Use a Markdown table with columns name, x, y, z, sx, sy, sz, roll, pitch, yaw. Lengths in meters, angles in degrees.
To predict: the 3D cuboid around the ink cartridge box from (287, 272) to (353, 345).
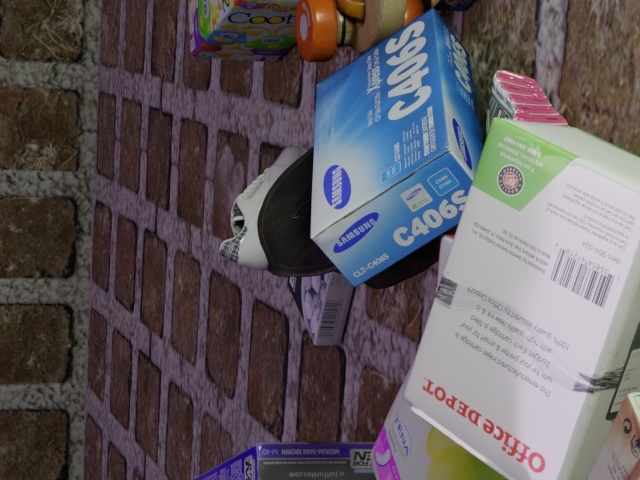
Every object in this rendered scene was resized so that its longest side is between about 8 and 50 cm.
| name | x | y | z | sx | sy | sz | roll | pitch | yaw |
| --- | --- | --- | --- | --- | --- | --- | --- | --- | --- |
| ink cartridge box | 0.000 | 0.000 | 2.222 | 0.208 | 0.045 | 0.206 | -116 | 32 | -54 |

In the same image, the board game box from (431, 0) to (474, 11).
| name | x | y | z | sx | sy | sz | roll | pitch | yaw |
| --- | --- | --- | --- | --- | --- | --- | --- | --- | --- |
| board game box | 0.158 | -0.394 | 1.786 | 0.165 | 0.042 | 0.243 | 139 | 129 | -65 |

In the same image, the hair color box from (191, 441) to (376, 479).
| name | x | y | z | sx | sy | sz | roll | pitch | yaw |
| --- | --- | --- | --- | --- | --- | --- | --- | --- | --- |
| hair color box | -0.042 | 0.336 | 2.117 | 0.339 | 0.185 | 0.110 | 143 | 126 | -66 |

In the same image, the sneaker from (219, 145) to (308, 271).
| name | x | y | z | sx | sy | sz | roll | pitch | yaw |
| --- | --- | --- | --- | --- | --- | --- | --- | --- | --- |
| sneaker | -0.073 | -0.054 | 2.282 | 0.235 | 0.095 | 0.090 | -76 | -4 | -47 |

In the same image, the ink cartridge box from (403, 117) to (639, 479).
| name | x | y | z | sx | sy | sz | roll | pitch | yaw |
| --- | --- | --- | --- | --- | --- | --- | --- | --- | --- |
| ink cartridge box | 0.205 | 0.057 | 1.389 | 0.198 | 0.115 | 0.273 | 33 | 113 | 45 |

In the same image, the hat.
| name | x | y | z | sx | sy | sz | roll | pitch | yaw |
| --- | --- | --- | --- | --- | --- | --- | --- | --- | --- |
| hat | 0.085 | -0.038 | 1.816 | 0.331 | 0.134 | 0.331 | -33 | 24 | 17 |

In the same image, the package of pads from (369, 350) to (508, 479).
| name | x | y | z | sx | sy | sz | roll | pitch | yaw |
| --- | --- | --- | --- | --- | --- | --- | --- | --- | --- |
| package of pads | 0.156 | 0.221 | 1.687 | 0.296 | 0.101 | 0.229 | 111 | 151 | -43 |

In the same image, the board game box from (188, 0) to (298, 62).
| name | x | y | z | sx | sy | sz | roll | pitch | yaw |
| --- | --- | --- | --- | --- | --- | --- | --- | --- | --- |
| board game box | -0.088 | -0.365 | 2.334 | 0.275 | 0.142 | 0.144 | 147 | 121 | -67 |

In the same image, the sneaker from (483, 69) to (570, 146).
| name | x | y | z | sx | sy | sz | roll | pitch | yaw |
| --- | --- | --- | --- | --- | --- | --- | --- | --- | --- |
| sneaker | 0.202 | -0.099 | 1.626 | 0.170 | 0.063 | 0.074 | -107 | 26 | -53 |

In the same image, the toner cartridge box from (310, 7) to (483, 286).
| name | x | y | z | sx | sy | sz | roll | pitch | yaw |
| --- | --- | --- | --- | --- | --- | --- | --- | --- | --- |
| toner cartridge box | 0.078 | -0.105 | 1.687 | 0.165 | 0.075 | 0.348 | -34 | 24 | 18 |

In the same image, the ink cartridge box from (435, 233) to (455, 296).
| name | x | y | z | sx | sy | sz | roll | pitch | yaw |
| --- | --- | --- | --- | --- | --- | --- | --- | --- | --- |
| ink cartridge box | 0.182 | 0.046 | 1.564 | 0.056 | 0.135 | 0.099 | -153 | 65 | -65 |

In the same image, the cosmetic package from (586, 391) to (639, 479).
| name | x | y | z | sx | sy | sz | roll | pitch | yaw |
| --- | --- | --- | --- | --- | --- | --- | --- | --- | --- |
| cosmetic package | 0.274 | 0.264 | 1.276 | 0.129 | 0.153 | 0.296 | -109 | 29 | -48 |

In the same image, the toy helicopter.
| name | x | y | z | sx | sy | sz | roll | pitch | yaw |
| --- | --- | --- | --- | --- | --- | --- | --- | --- | --- |
| toy helicopter | 0.045 | -0.393 | 1.916 | 0.235 | 0.140 | 0.355 | 119 | 144 | -64 |
